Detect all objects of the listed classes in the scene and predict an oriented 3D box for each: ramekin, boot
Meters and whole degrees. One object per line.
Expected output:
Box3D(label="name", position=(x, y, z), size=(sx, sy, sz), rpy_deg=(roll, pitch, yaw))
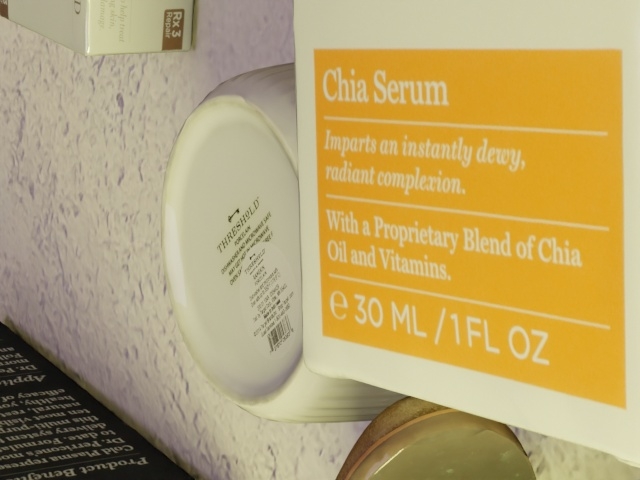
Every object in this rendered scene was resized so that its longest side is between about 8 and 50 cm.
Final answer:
Box3D(label="ramekin", position=(0.000, 0.000, 0.938), size=(0.207, 0.109, 0.207), rpy_deg=(14, 107, 55))
Box3D(label="boot", position=(0.034, 0.140, 0.856), size=(0.305, 0.112, 0.115), rpy_deg=(91, 165, -56))

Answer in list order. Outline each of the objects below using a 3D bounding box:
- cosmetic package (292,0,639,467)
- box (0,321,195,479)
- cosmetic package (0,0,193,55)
Box3D(label="cosmetic package", position=(0.109, -0.161, 0.691), size=(0.230, 0.161, 0.453), rpy_deg=(8, 102, 57))
Box3D(label="box", position=(-0.279, 0.359, 1.264), size=(0.471, 0.297, 0.480), rpy_deg=(29, 119, 53))
Box3D(label="cosmetic package", position=(-0.172, -0.203, 1.194), size=(0.231, 0.085, 0.117), rpy_deg=(27, 119, 54))
